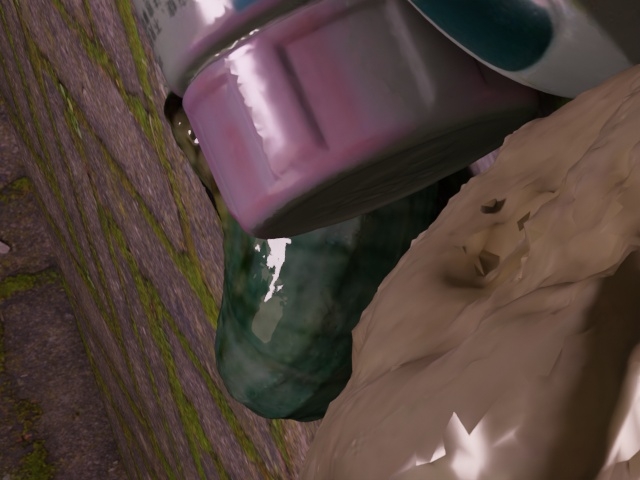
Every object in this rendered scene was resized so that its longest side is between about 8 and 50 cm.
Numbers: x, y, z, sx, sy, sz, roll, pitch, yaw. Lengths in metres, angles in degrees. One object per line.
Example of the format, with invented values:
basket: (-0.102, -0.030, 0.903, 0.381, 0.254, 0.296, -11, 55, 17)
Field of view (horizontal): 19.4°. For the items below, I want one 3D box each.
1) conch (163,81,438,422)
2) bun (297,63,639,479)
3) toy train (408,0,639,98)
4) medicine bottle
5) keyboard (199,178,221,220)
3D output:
conch: (0.002, -0.003, 0.881, 0.176, 0.122, 0.188, -92, -9, -60)
bun: (0.110, 0.119, 0.415, 0.360, 0.211, 0.359, 158, 90, -79)
toy train: (-0.010, -0.220, 0.627, 0.407, 0.088, 0.086, 65, 159, 10)
medicine bottle: (-0.005, -0.098, 0.712, 0.135, 0.135, 0.168, 127, 121, -75)
keyboard: (-0.092, -0.125, 1.239, 0.381, 0.041, 0.103, 87, 157, -56)
